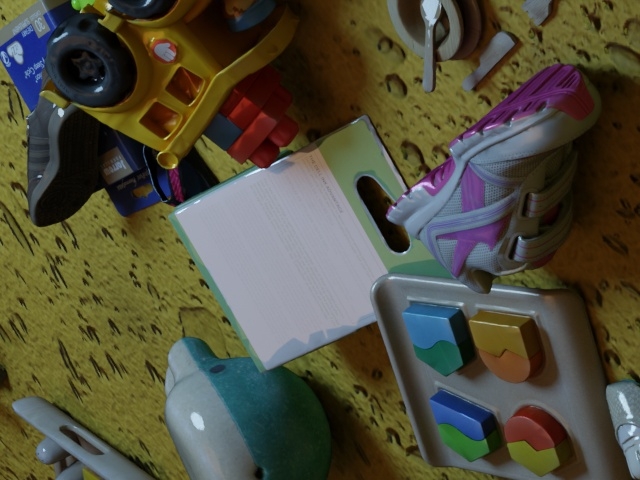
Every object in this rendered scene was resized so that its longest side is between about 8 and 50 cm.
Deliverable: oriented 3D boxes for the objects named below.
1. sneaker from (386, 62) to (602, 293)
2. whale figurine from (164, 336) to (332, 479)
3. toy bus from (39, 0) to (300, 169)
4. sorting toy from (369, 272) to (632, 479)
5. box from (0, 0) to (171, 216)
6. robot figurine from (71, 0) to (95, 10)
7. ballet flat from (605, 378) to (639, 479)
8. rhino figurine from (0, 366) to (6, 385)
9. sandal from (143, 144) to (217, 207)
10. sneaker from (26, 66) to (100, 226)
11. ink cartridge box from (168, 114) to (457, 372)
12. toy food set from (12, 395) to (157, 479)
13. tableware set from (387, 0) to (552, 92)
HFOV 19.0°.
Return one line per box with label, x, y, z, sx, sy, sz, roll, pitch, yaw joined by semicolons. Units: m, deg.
sneaker;0.148;-0.040;1.407;0.111;0.103;0.252;49;153;4
whale figurine;-0.075;0.181;1.874;0.216;0.141;0.272;67;170;-15
toy bus;-0.094;-0.165;1.568;0.211;0.149;0.220;36;128;-3
sorting toy;0.142;0.121;1.571;0.208;0.038;0.193;2;119;43
box;-0.233;-0.126;1.876;0.136;0.036;0.225;-21;102;57
robot figurine;-0.186;-0.229;1.696;0.101;0.067;0.115;-4;115;40
ballet flat;0.270;0.179;1.465;0.168;0.052;0.057;48;146;13
rhino figurine;-0.457;0.097;2.320;0.106;0.073;0.243;21;131;38
sandal;-0.145;-0.074;1.799;0.067;0.040;0.179;-18;103;56
sneaker;-0.254;-0.093;1.855;0.071;0.066;0.188;58;146;27
ink cartridge box;0.000;0.000;1.666;0.235;0.056;0.171;-26;97;33
toy food set;-0.272;0.351;2.277;0.220;0.092;0.306;29;138;36
tableware set;0.100;-0.190;1.384;0.128;0.039;0.194;52;147;7
